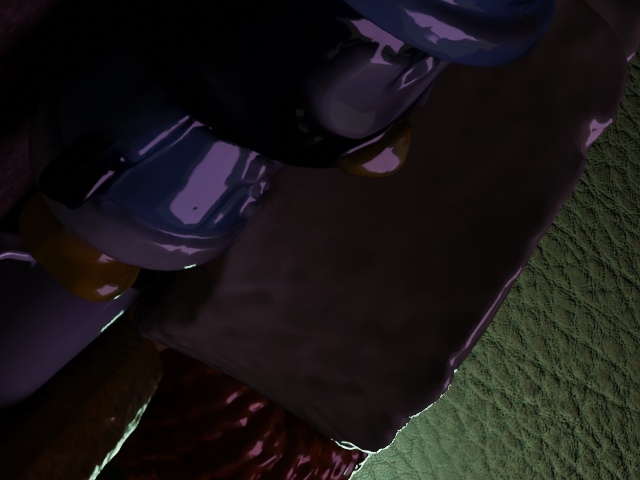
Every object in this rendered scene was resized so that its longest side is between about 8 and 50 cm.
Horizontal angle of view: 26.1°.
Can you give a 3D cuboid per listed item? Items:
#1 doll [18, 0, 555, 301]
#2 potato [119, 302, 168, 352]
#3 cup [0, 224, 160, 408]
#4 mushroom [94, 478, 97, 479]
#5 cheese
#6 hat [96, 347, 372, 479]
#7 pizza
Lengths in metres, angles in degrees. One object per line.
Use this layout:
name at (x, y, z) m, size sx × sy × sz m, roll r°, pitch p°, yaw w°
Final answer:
doll at (0.002, -0.094, 0.515) m, size 0.314 × 0.141 × 0.177 m, roll -45°, pitch 175°, yaw 32°
potato at (-0.118, 0.029, 1.030) m, size 0.107 × 0.080 × 0.170 m, roll -36°, pitch 168°, yaw -35°
cup at (-0.153, 0.028, 0.714) m, size 0.116 × 0.074 × 0.104 m, roll -43°, pitch 155°, yaw 19°
mushroom at (-0.383, 0.425, 1.753) m, size 0.345 × 0.259 × 0.345 m, roll -31°, pitch 146°, yaw -24°
cheese at (0.041, -0.060, 0.774) m, size 0.332 × 0.153 × 0.292 m, roll -61°, pitch -171°, yaw -4°
hat at (-0.139, 0.130, 1.318) m, size 0.400 × 0.285 × 0.285 m, roll -15°, pitch -162°, yaw 37°
pizza at (-0.175, 0.120, 0.825) m, size 0.268 × 0.087 × 0.258 m, roll -39°, pitch -169°, yaw -28°
